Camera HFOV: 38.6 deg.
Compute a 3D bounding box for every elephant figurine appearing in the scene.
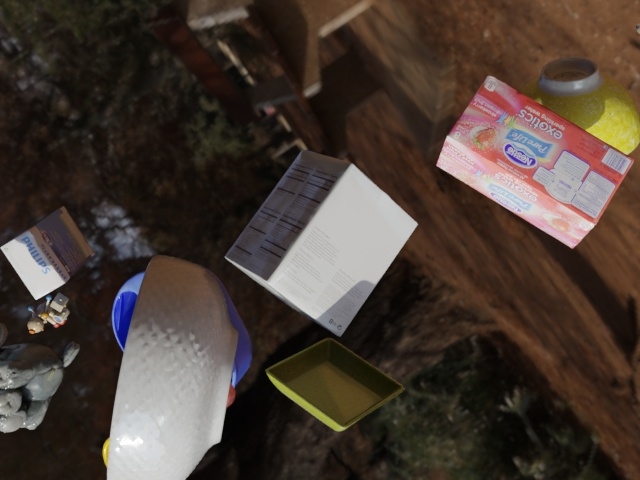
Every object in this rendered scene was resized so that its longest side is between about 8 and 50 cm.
[{"bbox_3d":[-0.595,0.232,1.643,0.239,0.170,0.186,18,-175,30],"label":"elephant figurine"}]

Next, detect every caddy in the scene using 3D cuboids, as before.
[{"bbox_3d":[-0.303,0.215,1.980,0.341,0.241,0.179,63,-159,-4],"label":"caddy"}]

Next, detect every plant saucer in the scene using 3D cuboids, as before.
[{"bbox_3d":[0.024,0.266,1.642,0.188,0.045,0.188,31,-148,29],"label":"plant saucer"}]

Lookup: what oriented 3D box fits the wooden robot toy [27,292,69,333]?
[{"bbox_3d":[-0.629,0.184,2.085,0.076,0.173,0.079,44,-133,-21],"label":"wooden robot toy"}]

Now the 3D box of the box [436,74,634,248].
[{"bbox_3d":[0.379,-0.138,1.643,0.300,0.154,0.142,32,164,9],"label":"box"}]

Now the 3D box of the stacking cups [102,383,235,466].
[{"bbox_3d":[-0.280,0.345,1.743,0.096,0.096,0.316,57,-149,1],"label":"stacking cups"}]

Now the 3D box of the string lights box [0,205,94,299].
[{"bbox_3d":[-0.584,0.021,1.980,0.133,0.076,0.260,59,-173,-11],"label":"string lights box"}]

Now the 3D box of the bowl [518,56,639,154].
[{"bbox_3d":[0.520,-0.286,1.900,0.289,0.289,0.156,-119,15,-55],"label":"bowl"}]

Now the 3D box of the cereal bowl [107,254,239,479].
[{"bbox_3d":[-0.197,0.194,1.294,0.339,0.141,0.339,-171,90,-86],"label":"cereal bowl"}]

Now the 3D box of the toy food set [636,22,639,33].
[{"bbox_3d":[0.543,-0.391,1.343,0.128,0.071,0.218,-121,32,-61],"label":"toy food set"}]

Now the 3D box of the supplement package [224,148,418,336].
[{"bbox_3d":[0.000,0.000,1.727,0.199,0.263,0.198,40,172,-31],"label":"supplement package"}]
